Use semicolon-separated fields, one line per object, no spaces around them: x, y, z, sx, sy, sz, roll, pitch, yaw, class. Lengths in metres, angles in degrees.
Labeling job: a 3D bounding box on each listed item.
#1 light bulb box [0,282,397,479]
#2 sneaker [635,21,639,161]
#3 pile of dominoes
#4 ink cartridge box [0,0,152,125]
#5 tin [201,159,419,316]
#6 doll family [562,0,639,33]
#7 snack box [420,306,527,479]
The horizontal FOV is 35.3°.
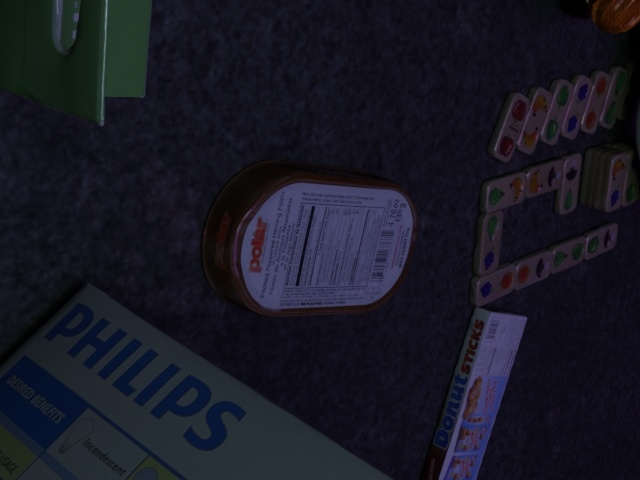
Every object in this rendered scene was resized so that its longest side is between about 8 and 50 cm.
-0.098;0.267;0.482;0.361;0.358;0.225;-46;135;-21;light bulb box
0.372;-0.160;0.943;0.147;0.105;0.295;-15;101;-39;sneaker
0.238;-0.055;0.929;0.251;0.040;0.195;-18;119;-41;pile of dominoes
-0.118;-0.120;0.411;0.062;0.209;0.108;-7;112;-43;ink cartridge box
0.000;0.000;0.713;0.190;0.040;0.106;1;101;-46;tin
0.215;-0.252;0.765;0.263;0.118;0.163;24;89;-48;doll family
0.141;0.149;0.926;0.064;0.022;0.178;10;99;-48;snack box
